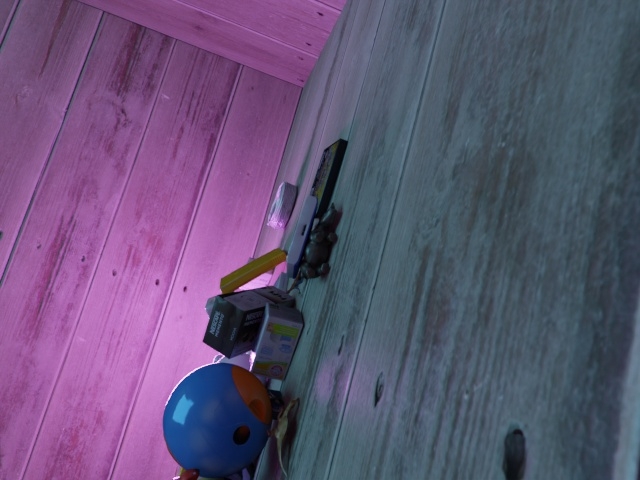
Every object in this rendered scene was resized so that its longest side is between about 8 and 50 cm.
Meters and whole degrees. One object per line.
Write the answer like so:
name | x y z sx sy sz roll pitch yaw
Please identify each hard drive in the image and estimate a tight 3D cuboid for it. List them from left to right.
hard drive | -0.062 0.002 1.432 0.319 0.040 0.210 110 177 -77

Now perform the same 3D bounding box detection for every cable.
cable | -0.200 -0.183 2.370 0.257 0.089 0.257 -149 77 -76

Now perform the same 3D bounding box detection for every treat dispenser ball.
treat dispenser ball | -0.274 0.478 1.198 0.288 0.288 0.288 -163 90 -78

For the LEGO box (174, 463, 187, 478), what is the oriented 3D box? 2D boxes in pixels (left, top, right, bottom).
LEGO box | -0.485 0.840 1.991 0.372 0.193 0.501 141 145 -69

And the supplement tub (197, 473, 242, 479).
supplement tub | -0.278 0.744 1.110 0.331 0.240 0.241 -171 98 -77

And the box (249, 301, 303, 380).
box | -0.139 0.312 1.373 0.103 0.114 0.203 -118 46 -72

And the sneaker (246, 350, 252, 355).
sneaker | -0.230 0.398 1.726 0.092 0.087 0.229 -163 88 -76

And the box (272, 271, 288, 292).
box | -0.183 0.234 1.847 0.186 0.038 0.145 123 160 -53

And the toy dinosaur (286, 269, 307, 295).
toy dinosaur | -0.085 0.141 1.469 0.082 0.090 0.047 -30 23 -8

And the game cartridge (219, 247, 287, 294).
game cartridge | -0.311 0.137 2.056 0.053 0.323 0.285 63 172 -9

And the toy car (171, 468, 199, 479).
toy car | -0.368 0.652 0.988 0.239 0.053 0.225 -53 11 13

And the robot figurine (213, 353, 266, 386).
robot figurine | -0.317 0.555 1.618 0.300 0.199 0.354 39 118 33

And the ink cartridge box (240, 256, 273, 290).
ink cartridge box | -0.339 0.189 2.349 0.191 0.139 0.082 120 161 -46

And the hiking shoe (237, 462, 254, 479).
hiking shoe | -0.254 0.637 1.396 0.113 0.132 0.304 149 137 -72

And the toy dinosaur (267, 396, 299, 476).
toy dinosaur | -0.099 0.484 1.112 0.093 0.053 0.183 129 155 -56

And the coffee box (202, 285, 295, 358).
coffee box | -0.228 0.258 1.470 0.297 0.118 0.168 0 -67 -63

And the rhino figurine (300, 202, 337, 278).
rhino figurine | 0.000 0.000 1.287 0.106 0.073 0.243 155 132 -70

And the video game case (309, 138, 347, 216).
video game case | 0.013 -0.213 1.603 0.248 0.035 0.275 -167 95 -78

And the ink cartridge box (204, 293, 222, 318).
ink cartridge box | -0.384 0.392 1.948 0.223 0.129 0.308 -156 46 -78

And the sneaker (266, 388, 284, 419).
sneaker | -0.144 0.484 1.315 0.135 0.052 0.058 -157 81 -78
